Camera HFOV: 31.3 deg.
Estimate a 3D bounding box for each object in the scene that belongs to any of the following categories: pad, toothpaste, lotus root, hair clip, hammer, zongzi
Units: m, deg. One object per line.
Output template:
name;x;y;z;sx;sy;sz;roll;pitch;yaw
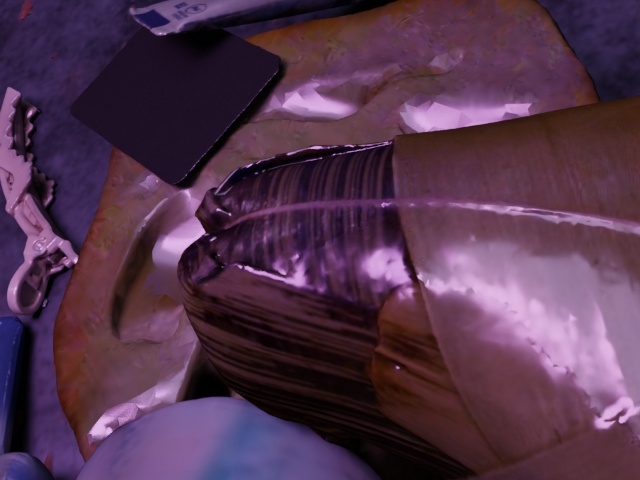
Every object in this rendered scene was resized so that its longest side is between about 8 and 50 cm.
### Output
pad;-0.103;-0.105;0.787;0.112;0.003;0.157;-50;45;-7
toothpaste;-0.027;-0.177;0.814;0.216;0.037;0.062;-18;30;-24
lotus root;0.000;0.000;0.716;0.390;0.111;0.375;-47;49;-4
hair clip;-0.230;-0.035;0.884;0.072;0.034;0.226;-34;52;5
hammer;-0.227;0.130;0.772;0.116;0.069;0.194;-18;47;15
zongzi;0.082;0.087;0.446;0.289;0.154;0.317;-10;48;14

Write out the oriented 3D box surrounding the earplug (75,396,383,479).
earplug;-0.071;0.215;0.443;0.185;0.185;0.324;-16;15;16
